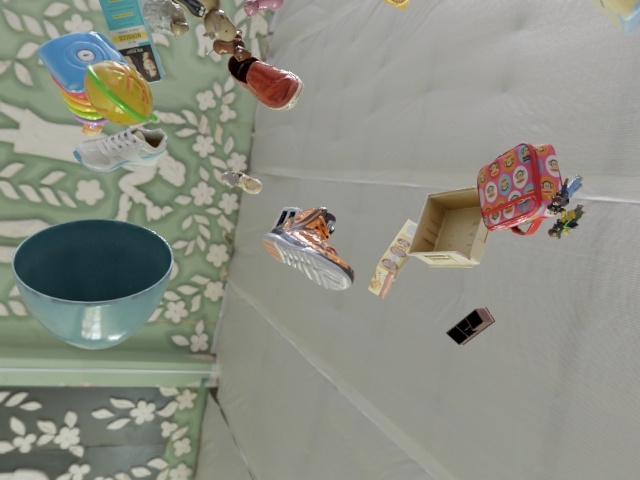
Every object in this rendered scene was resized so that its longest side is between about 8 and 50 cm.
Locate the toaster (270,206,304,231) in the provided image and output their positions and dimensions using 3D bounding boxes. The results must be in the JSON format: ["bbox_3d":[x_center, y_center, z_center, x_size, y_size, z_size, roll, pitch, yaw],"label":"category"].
[{"bbox_3d":[-0.102,-0.031,1.832,0.129,0.146,0.227,9,-113,35],"label":"toaster"}]

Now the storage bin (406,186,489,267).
[{"bbox_3d":[0.486,-0.042,1.730,0.260,0.123,0.263,-5,-121,59],"label":"storage bin"}]

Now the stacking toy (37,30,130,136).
[{"bbox_3d":[-0.611,-0.373,1.243,0.166,0.175,0.302,49,-34,8],"label":"stacking toy"}]

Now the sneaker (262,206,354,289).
[{"bbox_3d":[0.000,0.000,1.234,0.321,0.180,0.125,28,-30,39],"label":"sneaker"}]

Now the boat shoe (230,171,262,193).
[{"bbox_3d":[-0.306,-0.233,1.876,0.169,0.059,0.063,22,-91,33],"label":"boat shoe"}]

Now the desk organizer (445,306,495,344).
[{"bbox_3d":[0.409,0.238,1.291,0.130,0.050,0.047,-53,-132,37],"label":"desk organizer"}]

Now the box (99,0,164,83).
[{"bbox_3d":[-0.528,-0.567,1.320,0.060,0.100,0.245,-107,-175,-61],"label":"box"}]

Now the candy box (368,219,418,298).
[{"bbox_3d":[0.327,0.077,2.029,0.316,0.087,0.183,-49,161,-37],"label":"candy box"}]

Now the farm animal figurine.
[{"bbox_3d":[-0.257,-0.588,1.142,0.330,0.326,0.172,128,-22,-47],"label":"farm animal figurine"}]

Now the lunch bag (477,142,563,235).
[{"bbox_3d":[0.609,-0.140,1.450,0.293,0.120,0.259,137,-50,-73],"label":"lunch bag"}]

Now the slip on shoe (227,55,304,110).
[{"bbox_3d":[-0.172,-0.481,1.414,0.331,0.101,0.123,39,-79,36],"label":"slip on shoe"}]

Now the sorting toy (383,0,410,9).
[{"bbox_3d":[0.191,-0.555,0.917,0.348,0.195,0.047,93,15,-79],"label":"sorting toy"}]

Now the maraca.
[{"bbox_3d":[-0.353,-0.261,0.846,0.099,0.127,0.186,-39,-171,5],"label":"maraca"}]

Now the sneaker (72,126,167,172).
[{"bbox_3d":[-0.467,-0.222,1.107,0.092,0.228,0.087,-42,-99,34],"label":"sneaker"}]

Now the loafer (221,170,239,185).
[{"bbox_3d":[-0.280,-0.183,1.425,0.125,0.039,0.045,-40,118,-80],"label":"loafer"}]

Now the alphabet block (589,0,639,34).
[{"bbox_3d":[0.462,-0.451,0.682,0.197,0.192,0.193,51,-57,9],"label":"alphabet block"}]

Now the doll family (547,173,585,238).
[{"bbox_3d":[0.637,-0.082,1.229,0.076,0.111,0.193,25,-37,59],"label":"doll family"}]

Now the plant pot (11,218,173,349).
[{"bbox_3d":[-0.466,0.111,0.985,0.290,0.289,0.196,-119,-143,-52],"label":"plant pot"}]
